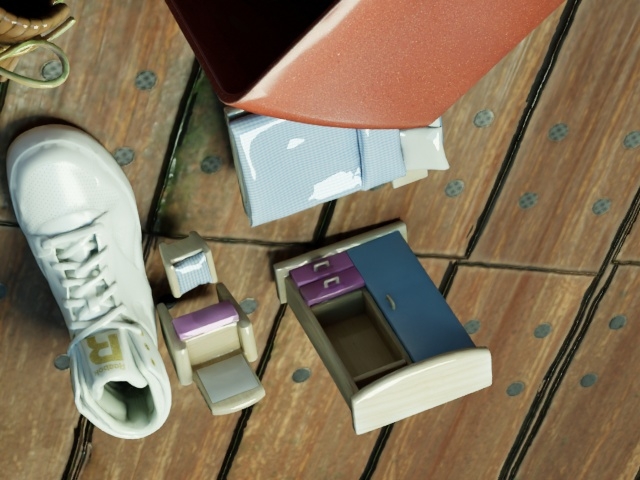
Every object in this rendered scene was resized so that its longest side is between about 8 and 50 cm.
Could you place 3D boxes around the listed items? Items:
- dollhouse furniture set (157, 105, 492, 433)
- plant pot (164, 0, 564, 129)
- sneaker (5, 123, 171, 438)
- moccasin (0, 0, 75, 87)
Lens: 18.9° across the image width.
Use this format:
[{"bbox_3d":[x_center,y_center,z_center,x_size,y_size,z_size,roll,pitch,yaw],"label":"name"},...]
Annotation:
[{"bbox_3d":[0.000,0.000,1.701,0.286,0.198,0.303,-20,134,-13],"label":"dollhouse furniture set"},{"bbox_3d":[0.040,-0.238,1.510,0.267,0.267,0.236,-42,142,17],"label":"plant pot"},{"bbox_3d":[-0.195,0.047,1.717,0.108,0.169,0.292,-19,131,-1],"label":"sneaker"},{"bbox_3d":[-0.252,-0.201,1.496,0.139,0.147,0.380,27,116,-35],"label":"moccasin"}]
